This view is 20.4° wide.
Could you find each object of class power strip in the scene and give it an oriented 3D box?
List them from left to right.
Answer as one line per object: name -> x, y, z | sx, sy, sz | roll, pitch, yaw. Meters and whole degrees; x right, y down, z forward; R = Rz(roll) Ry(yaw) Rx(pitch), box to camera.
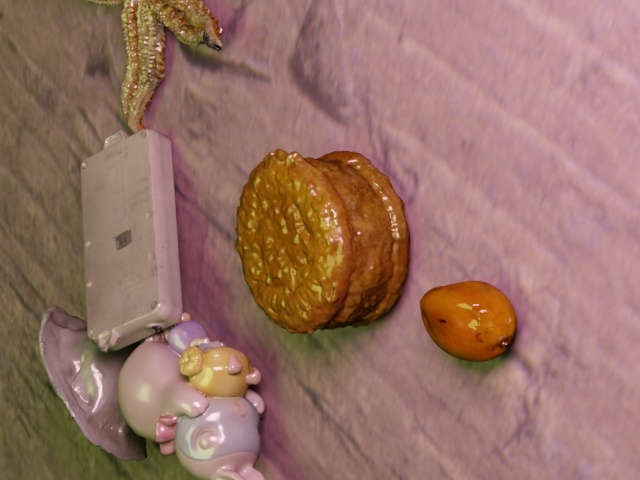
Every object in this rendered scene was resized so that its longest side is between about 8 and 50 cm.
power strip -> -0.218, -0.001, 2.033 | 0.118, 0.046, 0.270 | -23, 58, 29

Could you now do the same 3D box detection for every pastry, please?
pastry -> 0.000, 0.000, 1.787 | 0.188, 0.103, 0.189 | 10, 103, 51

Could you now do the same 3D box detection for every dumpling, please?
dumpling -> -0.262, 0.164, 2.127 | 0.219, 0.108, 0.152 | 54, 172, 9

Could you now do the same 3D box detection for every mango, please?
mango -> 0.135, 0.073, 1.664 | 0.114, 0.060, 0.080 | 16, 124, 47

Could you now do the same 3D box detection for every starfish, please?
starfish -> -0.217, -0.314, 2.014 | 0.358, 0.078, 0.347 | 65, 153, 3

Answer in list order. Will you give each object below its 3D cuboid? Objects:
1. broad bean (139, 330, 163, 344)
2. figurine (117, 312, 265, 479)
broad bean -> -0.199, 0.075, 2.093 | 0.053, 0.052, 0.256 | 4, 97, 61
figurine -> -0.117, 0.194, 1.956 | 0.235, 0.127, 0.155 | 34, 97, 43
